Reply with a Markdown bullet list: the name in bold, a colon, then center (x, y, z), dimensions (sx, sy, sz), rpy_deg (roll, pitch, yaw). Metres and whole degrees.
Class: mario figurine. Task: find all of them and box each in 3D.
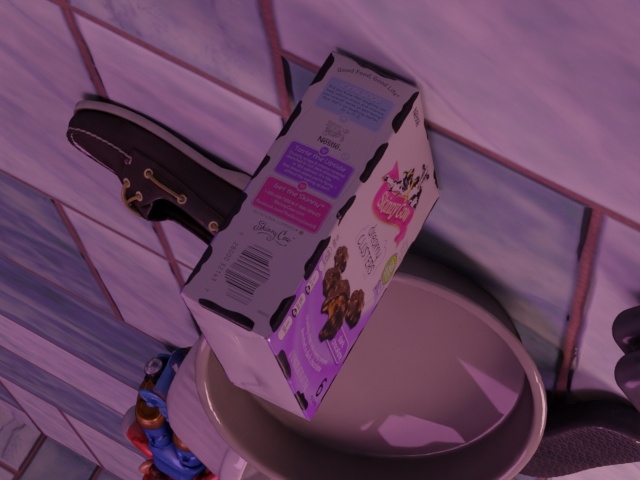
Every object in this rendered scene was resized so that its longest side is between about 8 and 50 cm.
- **mario figurine**: center (-0.194, 0.289, 2.552), dimensions (0.320, 0.170, 0.198), rpy_deg (97, 150, -61)

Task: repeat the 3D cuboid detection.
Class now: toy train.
- **toy train**: center (-0.158, 0.211, 2.274), dimensions (0.105, 0.080, 0.184), rpy_deg (8, 150, 35)

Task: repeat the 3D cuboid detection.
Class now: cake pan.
- **cake pan**: center (0.043, 0.114, 1.446), dimensions (0.293, 0.054, 0.293), rpy_deg (7, 133, 7)

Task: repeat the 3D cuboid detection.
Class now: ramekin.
- **ramekin**: center (-0.054, 0.134, 1.650), dimensions (0.109, 0.207, 0.207), rpy_deg (37, 165, 16)

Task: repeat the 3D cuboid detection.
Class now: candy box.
- **candy box**: center (0.000, 0.000, 1.166), dimensions (0.070, 0.196, 0.165), rpy_deg (25, 163, 19)

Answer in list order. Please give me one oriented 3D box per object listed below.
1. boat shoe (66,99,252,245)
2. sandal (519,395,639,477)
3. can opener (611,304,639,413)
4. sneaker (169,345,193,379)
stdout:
- **boat shoe**: center (-0.128, -0.045, 1.488), dimensions (0.228, 0.068, 0.081), rpy_deg (28, 163, 12)
- **sandal**: center (0.211, 0.168, 1.554), dimensions (0.097, 0.054, 0.254), rpy_deg (32, 155, -26)
- **can opener**: center (0.312, 0.138, 1.277), dimensions (0.095, 0.076, 0.283), rpy_deg (-18, 136, 26)
- **sneaker**: center (-0.078, 0.231, 1.999), dimensions (0.112, 0.131, 0.296), rpy_deg (-10, -146, -45)
